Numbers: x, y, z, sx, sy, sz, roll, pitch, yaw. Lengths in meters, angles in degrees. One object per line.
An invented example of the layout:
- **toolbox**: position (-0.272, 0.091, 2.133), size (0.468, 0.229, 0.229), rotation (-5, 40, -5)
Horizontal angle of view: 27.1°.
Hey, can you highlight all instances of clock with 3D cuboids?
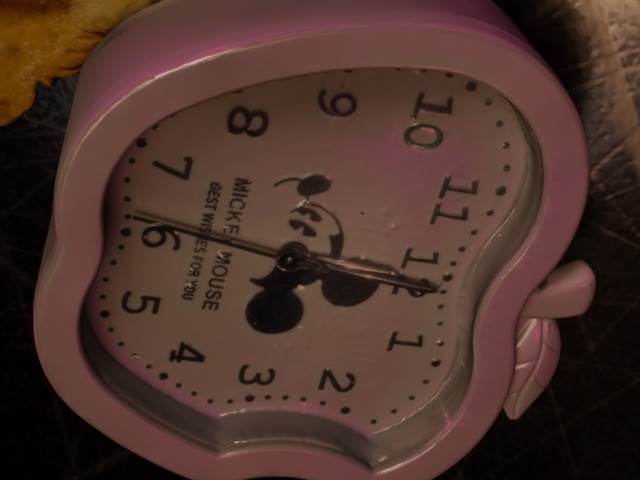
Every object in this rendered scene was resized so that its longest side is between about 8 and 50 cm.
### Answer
- **clock**: position (0.000, 0.000, 0.786), size (0.339, 0.102, 0.338), rotation (-4, 123, -7)

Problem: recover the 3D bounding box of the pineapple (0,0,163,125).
- **pineapple**: position (-0.187, -0.218, 0.751), size (0.344, 0.286, 0.209), rotation (-49, 54, 34)
